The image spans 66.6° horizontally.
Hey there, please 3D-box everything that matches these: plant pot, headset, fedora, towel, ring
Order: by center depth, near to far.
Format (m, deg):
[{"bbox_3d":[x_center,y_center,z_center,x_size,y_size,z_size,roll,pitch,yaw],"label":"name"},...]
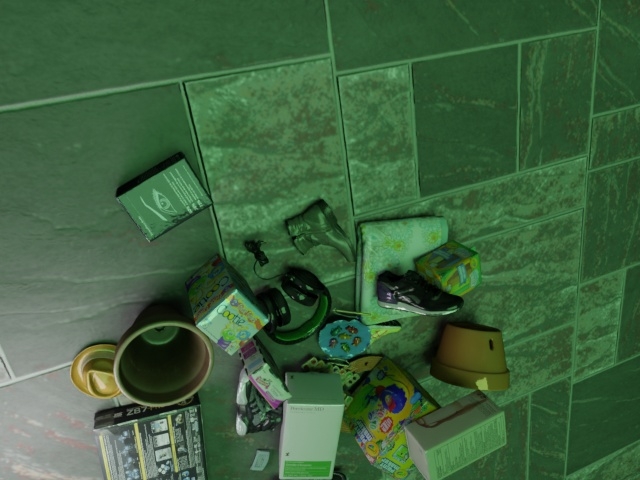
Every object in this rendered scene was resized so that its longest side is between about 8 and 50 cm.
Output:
[{"bbox_3d":[-0.451,0.299,1.396,0.263,0.229,0.263,-7,110,-19],"label":"plant pot"},{"bbox_3d":[-0.641,0.404,1.443,0.194,0.079,0.194,-7,110,-19],"label":"fedora"},{"bbox_3d":[-0.119,0.167,1.561,0.243,0.185,0.394,-37,133,-10],"label":"headset"},{"bbox_3d":[0.281,0.104,1.701,0.321,0.090,0.374,-7,111,-20],"label":"towel"},{"bbox_3d":[0.570,0.425,1.844,0.291,0.291,0.203,6,89,-24],"label":"plant pot"},{"bbox_3d":[0.159,0.583,1.857,0.337,0.032,0.336,-7,110,-19],"label":"ring"}]

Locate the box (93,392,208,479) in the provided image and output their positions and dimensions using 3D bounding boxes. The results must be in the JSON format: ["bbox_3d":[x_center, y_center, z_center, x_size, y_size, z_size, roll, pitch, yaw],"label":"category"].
[{"bbox_3d":[-0.536,0.707,1.586,0.318,0.097,0.394,-9,112,-21],"label":"box"}]

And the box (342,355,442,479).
[{"bbox_3d":[0.260,0.623,1.729,0.177,0.290,0.279,40,90,-28],"label":"box"}]

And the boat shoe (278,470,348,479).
[{"bbox_3d":[-0.034,0.927,1.857,0.306,0.113,0.105,-1,124,-12],"label":"boat shoe"}]

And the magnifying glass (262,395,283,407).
[{"bbox_3d":[-0.111,0.539,1.736,0.231,0.026,0.092,-33,117,-9],"label":"magnifying glass"}]

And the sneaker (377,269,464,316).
[{"bbox_3d":[0.310,0.160,1.554,0.107,0.283,0.124,-32,121,-58],"label":"sneaker"}]

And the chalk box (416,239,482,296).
[{"bbox_3d":[0.454,0.096,1.646,0.213,0.132,0.132,-28,122,-16],"label":"chalk box"}]

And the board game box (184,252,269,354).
[{"bbox_3d":[-0.276,0.174,1.395,0.142,0.275,0.144,-42,118,-3],"label":"board game box"}]

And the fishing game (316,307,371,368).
[{"bbox_3d":[0.087,0.348,1.685,0.189,0.041,0.264,13,121,-11],"label":"fishing game"}]

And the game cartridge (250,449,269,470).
[{"bbox_3d":[-0.221,0.808,1.793,0.056,0.017,0.083,17,102,-23],"label":"game cartridge"}]

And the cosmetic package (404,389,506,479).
[{"bbox_3d":[0.434,0.625,1.564,0.296,0.129,0.153,-18,114,-17],"label":"cosmetic package"}]

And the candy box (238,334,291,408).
[{"bbox_3d":[-0.188,0.395,1.534,0.071,0.233,0.159,-34,117,-8],"label":"candy box"}]

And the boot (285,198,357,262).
[{"bbox_3d":[0.000,0.000,1.566,0.161,0.083,0.246,-33,112,0],"label":"boot"}]

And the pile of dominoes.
[{"bbox_3d":[0.007,0.529,1.737,0.251,0.040,0.196,28,99,-26],"label":"pile of dominoes"}]

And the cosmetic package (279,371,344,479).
[{"bbox_3d":[-0.038,0.640,1.680,0.197,0.155,0.365,2,119,-6],"label":"cosmetic package"}]

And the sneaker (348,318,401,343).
[{"bbox_3d":[0.189,0.329,1.754,0.209,0.081,0.094,-4,110,-9],"label":"sneaker"}]

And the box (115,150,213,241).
[{"bbox_3d":[-0.423,-0.121,1.325,0.207,0.108,0.153,-32,117,-8],"label":"box"}]

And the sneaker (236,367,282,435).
[{"bbox_3d":[-0.203,0.540,1.640,0.153,0.101,0.268,3,114,-6],"label":"sneaker"}]
